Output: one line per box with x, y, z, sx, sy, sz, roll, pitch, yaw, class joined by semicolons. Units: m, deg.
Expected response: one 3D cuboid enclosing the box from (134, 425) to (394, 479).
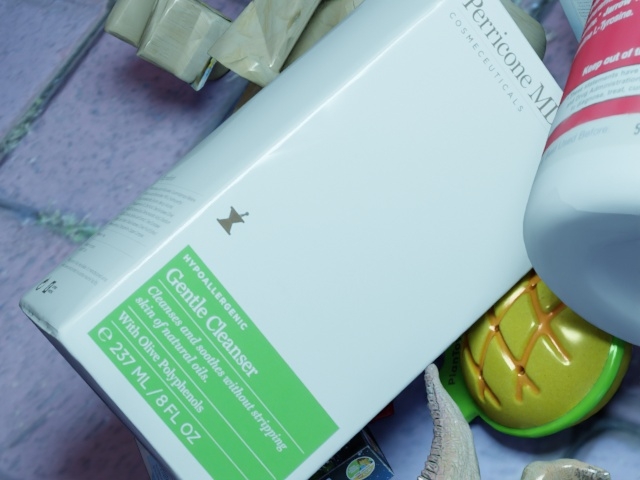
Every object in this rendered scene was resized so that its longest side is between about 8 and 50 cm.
-0.059;0.136;1.249;0.159;0.044;0.233;-36;40;4;box

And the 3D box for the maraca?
0.141;0.077;1.151;0.185;0.099;0.127;-14;57;50;maraca

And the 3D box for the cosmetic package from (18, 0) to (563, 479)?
0.000;0.000;1.129;0.365;0.197;0.155;-43;18;-10;cosmetic package

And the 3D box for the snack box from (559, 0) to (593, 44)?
0.241;-0.224;1.268;0.070;0.207;0.174;-2;53;31;snack box

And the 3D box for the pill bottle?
0.289;-0.141;1.050;0.229;0.229;0.408;4;62;35;pill bottle

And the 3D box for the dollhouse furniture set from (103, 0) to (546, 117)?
0.077;-0.231;1.426;0.362;0.256;0.394;37;98;47;dollhouse furniture set

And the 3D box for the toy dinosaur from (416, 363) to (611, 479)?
0.072;0.229;0.970;0.200;0.296;0.127;-10;3;-29;toy dinosaur

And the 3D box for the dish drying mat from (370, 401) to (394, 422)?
0.015;0.131;1.244;0.083;0.008;0.032;-21;43;16;dish drying mat
